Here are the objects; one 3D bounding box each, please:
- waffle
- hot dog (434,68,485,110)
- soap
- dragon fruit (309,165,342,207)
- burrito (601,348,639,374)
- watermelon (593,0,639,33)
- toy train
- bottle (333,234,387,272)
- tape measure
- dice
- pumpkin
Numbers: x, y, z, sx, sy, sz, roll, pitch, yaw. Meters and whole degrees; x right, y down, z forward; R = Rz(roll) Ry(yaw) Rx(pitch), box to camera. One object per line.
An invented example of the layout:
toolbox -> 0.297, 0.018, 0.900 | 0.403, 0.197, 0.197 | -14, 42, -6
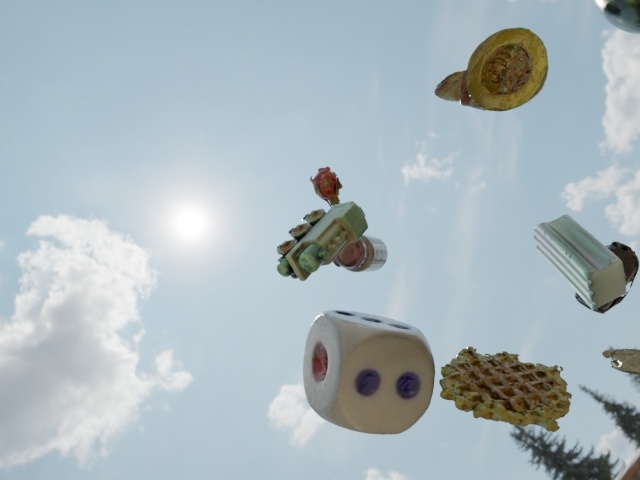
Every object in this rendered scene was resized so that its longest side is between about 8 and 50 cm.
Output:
waffle -> 0.370, 0.294, 0.974 | 0.245, 0.255, 0.052 | -31, -53, -61
hot dog -> 0.496, -0.481, 1.517 | 0.093, 0.262, 0.123 | -49, -30, -33
soap -> 0.717, 0.042, 1.355 | 0.095, 0.289, 0.172 | -27, -55, 7
dragon fruit -> 0.022, -0.153, 1.393 | 0.081, 0.086, 0.116 | -29, -68, -17
burrito -> 0.806, 0.297, 1.156 | 0.058, 0.230, 0.063 | 18, -104, -45
watermelon -> 0.728, -0.587, 1.040 | 0.269, 0.269, 0.268 | -17, -59, -31
toy train -> 0.000, 0.000, 0.904 | 0.194, 0.125, 0.080 | -49, -63, -40
bottle -> 0.108, 0.036, 1.348 | 0.233, 0.110, 0.109 | 5, -69, -66
tape measure -> 0.893, 0.118, 1.492 | 0.222, 0.135, 0.202 | -59, -32, 3
dice -> 0.111, 0.313, 1.193 | 0.252, 0.259, 0.242 | 10, -93, -20
pumpkin -> 0.517, -0.447, 1.298 | 0.110, 0.217, 0.217 | 4, -71, -43
